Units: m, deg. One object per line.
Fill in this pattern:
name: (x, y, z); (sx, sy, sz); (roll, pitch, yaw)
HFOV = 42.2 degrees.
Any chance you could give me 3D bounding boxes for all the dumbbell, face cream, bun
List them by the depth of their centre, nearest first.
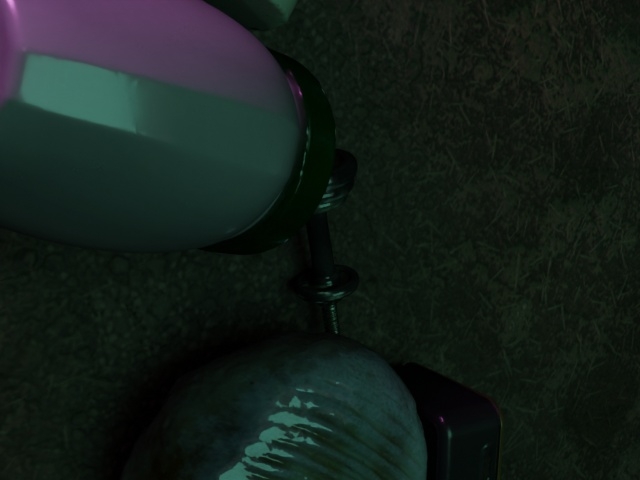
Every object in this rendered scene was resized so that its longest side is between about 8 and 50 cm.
face cream: (-0.167, -0.102, 0.692); (0.357, 0.313, 0.219); (10, 92, -56)
bun: (-0.053, 0.268, 0.907); (0.362, 0.211, 0.361); (-8, 104, -37)
dumbbell: (0.000, 0.000, 0.966); (0.110, 0.110, 0.254); (-24, 118, -30)

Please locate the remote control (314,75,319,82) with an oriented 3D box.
remote control: (-0.061, -0.146, 0.936); (0.152, 0.027, 0.043); (-35, 125, -23)

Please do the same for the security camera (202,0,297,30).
security camera: (-0.079, -0.342, 0.783); (0.195, 0.195, 0.236); (20, 87, -37)

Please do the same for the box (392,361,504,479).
box: (0.127, 0.248, 1.042); (0.090, 0.201, 0.144); (-5, 103, -31)
